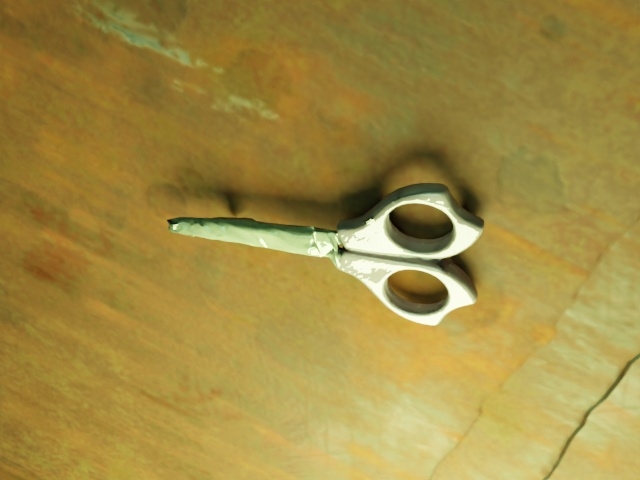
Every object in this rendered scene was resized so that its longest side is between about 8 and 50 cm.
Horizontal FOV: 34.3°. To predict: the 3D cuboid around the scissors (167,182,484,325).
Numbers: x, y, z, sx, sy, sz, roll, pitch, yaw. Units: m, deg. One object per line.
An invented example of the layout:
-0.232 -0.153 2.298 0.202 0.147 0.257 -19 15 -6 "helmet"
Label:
0.000 0.000 0.682 0.212 0.021 0.110 8 127 15 "scissors"
